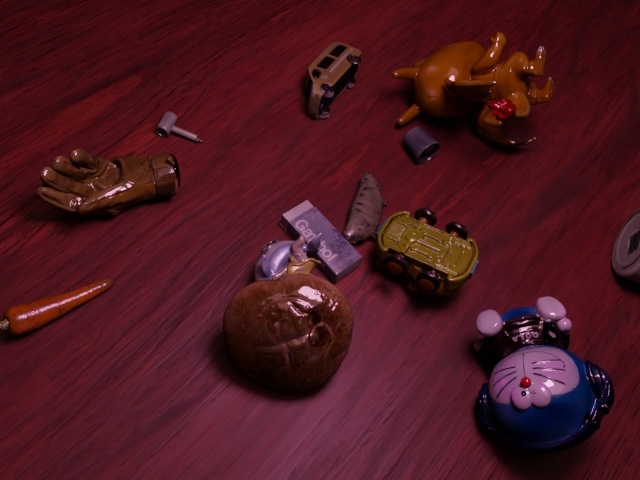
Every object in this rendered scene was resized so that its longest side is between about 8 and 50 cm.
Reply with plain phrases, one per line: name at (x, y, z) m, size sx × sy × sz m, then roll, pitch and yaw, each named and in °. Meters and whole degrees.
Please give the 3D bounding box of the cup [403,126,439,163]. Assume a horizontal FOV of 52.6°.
cup at (0.288, -0.270, 1.825) m, size 0.100 × 0.078 × 0.077 m, roll 2°, pitch 45°, yaw -53°

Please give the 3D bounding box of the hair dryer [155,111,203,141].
hair dryer at (-0.365, -0.290, 1.708) m, size 0.124 × 0.038 × 0.063 m, roll 22°, pitch 56°, yaw -5°

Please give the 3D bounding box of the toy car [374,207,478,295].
toy car at (0.250, 0.043, 1.572) m, size 0.248 × 0.142 × 0.200 m, roll 28°, pitch 56°, yaw 18°

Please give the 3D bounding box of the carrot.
carrot at (-0.560, 0.137, 1.386) m, size 0.256 × 0.061 × 0.061 m, roll -24°, pitch 66°, yaw -37°

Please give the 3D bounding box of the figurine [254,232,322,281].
figurine at (-0.063, 0.072, 1.481) m, size 0.208 × 0.128 × 0.184 m, roll -43°, pitch 77°, yaw -12°

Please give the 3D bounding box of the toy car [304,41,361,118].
toy car at (0.019, -0.466, 1.865) m, size 0.124 × 0.101 × 0.257 m, roll 29°, pitch 55°, yaw 12°

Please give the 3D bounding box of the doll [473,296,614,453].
doll at (0.471, 0.306, 1.409) m, size 0.284 × 0.240 × 0.310 m, roll -24°, pitch 41°, yaw 19°

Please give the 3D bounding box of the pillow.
pillow at (0.124, -0.077, 1.671) m, size 0.093 × 0.051 × 0.241 m, roll 25°, pitch 52°, yaw -7°

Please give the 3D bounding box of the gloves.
gloves at (-0.494, -0.136, 1.517) m, size 0.331 × 0.141 × 0.154 m, roll -12°, pitch 87°, yaw -31°

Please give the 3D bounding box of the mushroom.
mushroom at (-0.064, 0.191, 1.365) m, size 0.278 × 0.146 × 0.278 m, roll -1°, pitch 102°, yaw -2°

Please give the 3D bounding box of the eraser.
eraser at (0.000, 0.000, 1.597) m, size 0.092 × 0.046 × 0.212 m, roll -34°, pitch 71°, yaw -29°

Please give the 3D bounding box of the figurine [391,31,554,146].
figurine at (0.421, -0.430, 1.790) m, size 0.387 × 0.401 × 0.268 m, roll 10°, pitch 90°, yaw 33°

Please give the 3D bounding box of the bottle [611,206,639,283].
bottle at (0.979, 0.048, 1.695) m, size 0.351 × 0.229 × 0.229 m, roll 19°, pitch 56°, yaw -1°
